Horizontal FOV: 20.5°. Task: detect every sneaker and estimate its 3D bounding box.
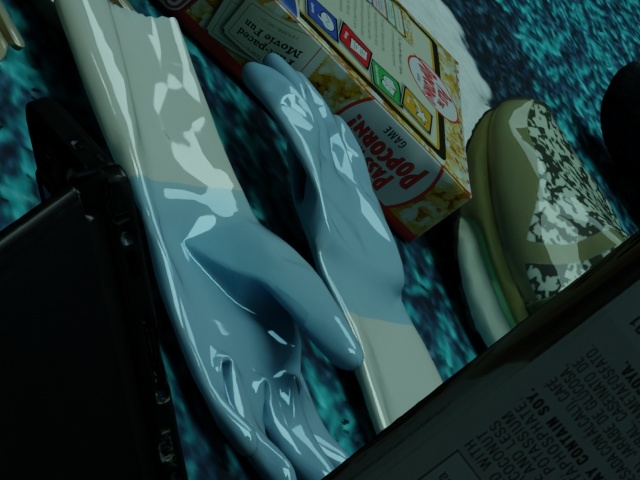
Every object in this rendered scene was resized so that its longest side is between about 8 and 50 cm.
[{"bbox_3d":[0.216,0.079,0.871,0.158,0.182,0.410,12,46,-57],"label":"sneaker"}]

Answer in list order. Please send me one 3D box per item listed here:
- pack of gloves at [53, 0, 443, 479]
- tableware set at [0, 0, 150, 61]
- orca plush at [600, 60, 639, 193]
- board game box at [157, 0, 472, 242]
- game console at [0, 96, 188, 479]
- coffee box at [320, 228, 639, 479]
[{"bbox_3d":[0.000,0.000,0.724,0.195,0.046,0.232,11,53,-56],"label":"pack of gloves"},{"bbox_3d":[-0.141,-0.130,0.699,0.141,0.020,0.169,55,22,4],"label":"tableware set"},{"bbox_3d":[0.282,0.012,1.268,0.287,0.102,0.151,56,-24,-19],"label":"orca plush"},{"bbox_3d":[-0.003,-0.109,0.900,0.193,0.045,0.146,43,24,-23],"label":"board game box"},{"bbox_3d":[-0.082,0.036,0.504,0.107,0.071,0.122,43,-34,55],"label":"game console"},{"bbox_3d":[0.087,0.073,0.484,0.119,0.297,0.168,51,23,4],"label":"coffee box"}]
